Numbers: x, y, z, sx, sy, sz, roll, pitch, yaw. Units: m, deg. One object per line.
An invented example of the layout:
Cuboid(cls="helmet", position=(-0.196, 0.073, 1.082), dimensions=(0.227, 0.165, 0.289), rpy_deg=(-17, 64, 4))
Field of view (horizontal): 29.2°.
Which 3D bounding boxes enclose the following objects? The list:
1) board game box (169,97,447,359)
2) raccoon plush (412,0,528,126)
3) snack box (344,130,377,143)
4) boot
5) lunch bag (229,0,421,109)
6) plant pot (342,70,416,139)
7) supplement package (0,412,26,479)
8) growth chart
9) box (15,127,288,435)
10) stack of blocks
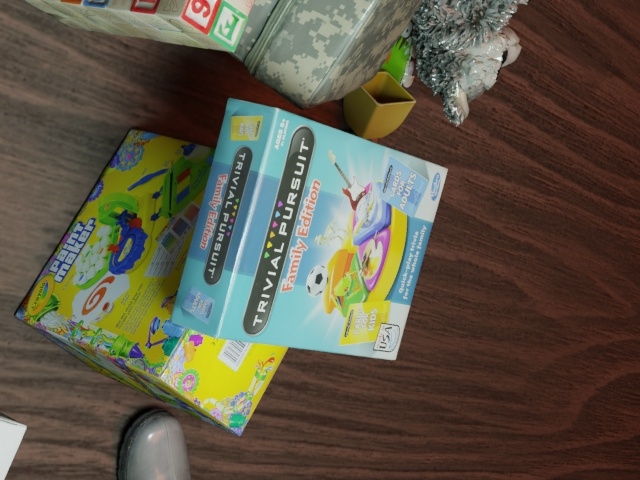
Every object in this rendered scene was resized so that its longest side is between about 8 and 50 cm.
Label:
Cuboid(cls="board game box", position=(-0.001, -0.001, 1.434), dimensions=(0.336, 0.079, 0.253), rpy_deg=(13, 93, -51))
Cuboid(cls="raccoon plush", position=(0.118, -0.371, 1.833), dimensions=(0.216, 0.446, 0.299), rpy_deg=(-84, -162, -56))
Cuboid(cls="snack box", position=(0.024, -0.134, 1.904), dimensions=(0.178, 0.022, 0.064), rpy_deg=(-11, 113, -47))
Cuboid(cls="boot", position=(-0.162, 0.409, 1.712), dimensions=(0.118, 0.223, 0.338), rpy_deg=(-27, 122, -41))
Cuboid(cls="lunch bag", position=(-0.027, -0.326, 1.549), dimensions=(0.212, 0.256, 0.305), rpy_deg=(-58, 172, 26))
Cuboid(cls="plant pot", position=(0.082, -0.203, 1.899), dimensions=(0.081, 0.081, 0.083), rpy_deg=(-10, 138, -39))
Cuboid(cls="supplement package", position=(-0.492, 0.245, 1.329), dimensions=(0.262, 0.145, 0.204), rpy_deg=(32, 78, -49))
Cuboid(cls="growth chart", position=(0.122, -0.341, 1.951), dimensions=(0.172, 0.021, 0.237), rpy_deg=(9, 96, -52))
Cuboid(cls="box", position=(-0.172, 0.043, 1.532), dimensions=(0.290, 0.279, 0.177), rpy_deg=(-61, 139, -15))
Cuboid(cls="stack of blocks", position=(-0.191, -0.319, 1.369), dimensions=(0.087, 0.297, 0.171), rpy_deg=(27, 81, -48))
